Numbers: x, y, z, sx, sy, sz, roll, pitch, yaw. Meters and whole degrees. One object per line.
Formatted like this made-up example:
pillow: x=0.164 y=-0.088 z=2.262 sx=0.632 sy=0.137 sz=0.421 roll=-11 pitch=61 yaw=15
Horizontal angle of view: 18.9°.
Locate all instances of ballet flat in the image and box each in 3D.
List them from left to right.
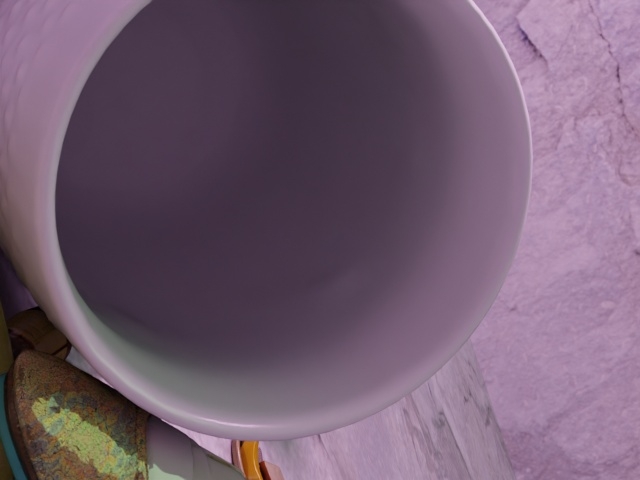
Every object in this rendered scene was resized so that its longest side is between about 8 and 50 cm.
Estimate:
ballet flat: x=-0.078 y=0.187 z=1.081 sx=0.123 sy=0.123 sz=0.348 roll=-93 pitch=170 yaw=-54

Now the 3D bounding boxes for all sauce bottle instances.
sauce bottle: x=-0.169 y=0.062 z=1.126 sx=0.128 sy=0.042 sz=0.042 roll=-41 pitch=113 yaw=-80

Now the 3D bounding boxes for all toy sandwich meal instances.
toy sandwich meal: x=-0.047 y=0.191 z=1.579 sx=0.085 sy=0.029 sz=0.086 roll=-17 pitch=90 yaw=-80

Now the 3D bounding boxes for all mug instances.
mug: x=-0.065 y=-0.114 z=1.118 sx=0.328 sy=0.276 sz=0.374 roll=-144 pitch=-121 yaw=-63

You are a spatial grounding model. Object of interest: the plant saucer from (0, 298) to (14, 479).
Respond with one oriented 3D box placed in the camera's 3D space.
plant saucer: x=-0.215 y=0.032 z=0.942 sx=0.241 sy=0.037 sz=0.241 roll=-17 pitch=90 yaw=-81
